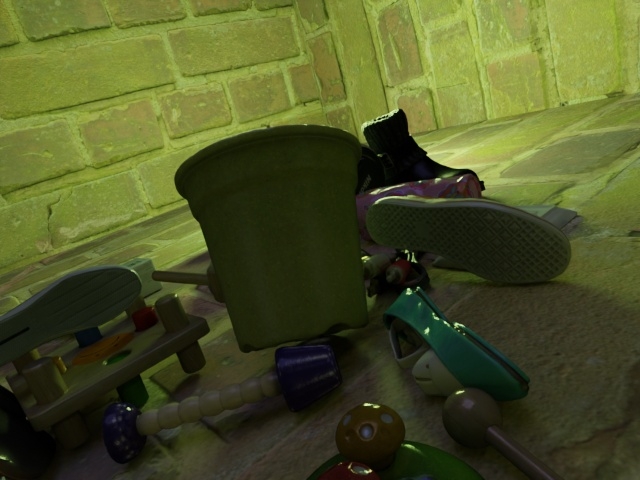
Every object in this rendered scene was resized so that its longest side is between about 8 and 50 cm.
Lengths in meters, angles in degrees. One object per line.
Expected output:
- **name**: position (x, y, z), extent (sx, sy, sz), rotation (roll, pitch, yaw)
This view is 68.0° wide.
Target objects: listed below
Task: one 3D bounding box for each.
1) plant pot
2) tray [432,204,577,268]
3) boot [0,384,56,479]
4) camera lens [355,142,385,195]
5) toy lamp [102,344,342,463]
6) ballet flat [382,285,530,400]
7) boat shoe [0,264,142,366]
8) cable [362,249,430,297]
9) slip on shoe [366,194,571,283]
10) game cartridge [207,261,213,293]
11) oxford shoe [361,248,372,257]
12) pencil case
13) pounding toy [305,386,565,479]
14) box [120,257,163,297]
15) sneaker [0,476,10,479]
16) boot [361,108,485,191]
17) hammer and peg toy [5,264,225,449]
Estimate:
- **plant pot**: position (-0.045, 0.015, 0.671), extent (0.276, 0.254, 0.276), rotation (-13, -12, -3)
- **tray**: position (0.340, -0.015, 0.873), extent (0.270, 0.030, 0.145), rotation (-27, 17, -33)
- **boot**: position (-0.445, 0.275, 0.626), extent (0.305, 0.112, 0.115), rotation (1, 48, 49)
- **camera lens**: position (0.023, -0.159, 1.307), extent (0.219, 0.219, 0.274), rotation (-28, 26, -35)
- **toy lamp**: position (-0.110, 0.188, 0.560), extent (0.274, 0.080, 0.080), rotation (-20, 15, 0)
- **ballet flat**: position (0.134, 0.127, 0.538), extent (0.087, 0.083, 0.247), rotation (-42, 17, 0)
- **boat shoe**: position (-0.363, 0.092, 0.661), extent (0.226, 0.083, 0.076), rotation (-23, 16, -17)
- **cable**: position (0.151, 0.025, 0.855), extent (0.139, 0.072, 0.287), rotation (0, 22, 33)
- **slip on shoe**: position (0.231, -0.018, 0.768), extent (0.331, 0.123, 0.101), rotation (14, 24, 41)
- **game cartridge**: position (-0.157, 0.028, 1.208), extent (0.230, 0.068, 0.355), rotation (-20, 15, 2)
- **oxford shoe**: position (0.000, 0.000, 0.962), extent (0.271, 0.098, 0.097), rotation (23, 38, 35)
- **pencil case**: position (0.206, -0.067, 1.043), extent (0.284, 0.124, 0.124), rotation (-8, 18, 33)
- **pounding toy**: position (0.062, 0.176, 0.349), extent (0.236, 0.110, 0.183), rotation (-21, 16, -13)
- **box**: position (-0.487, 0.103, 1.234), extent (0.102, 0.087, 0.101), rotation (-1, 22, 46)
- **sneaker**: position (-0.363, 0.293, 0.437), extent (0.192, 0.086, 0.064), rotation (-24, 17, -24)
- **boot**: position (0.254, -0.222, 1.250), extent (0.131, 0.260, 0.348), rotation (-26, 17, -32)
- **hammer and peg toy**: position (-0.298, 0.158, 0.772), extent (0.361, 0.127, 0.266), rotation (-29, 17, -37)
